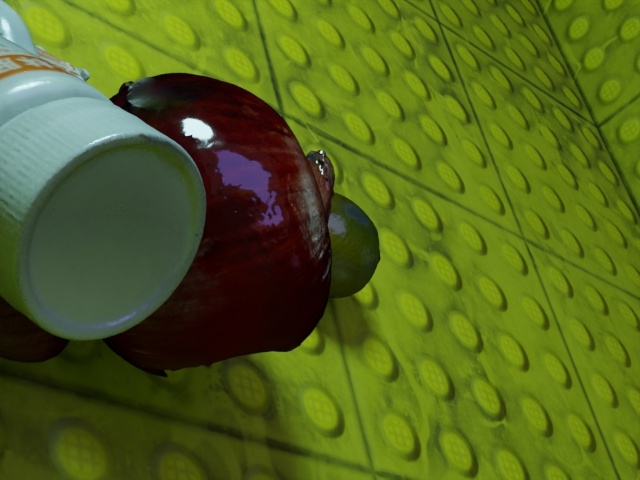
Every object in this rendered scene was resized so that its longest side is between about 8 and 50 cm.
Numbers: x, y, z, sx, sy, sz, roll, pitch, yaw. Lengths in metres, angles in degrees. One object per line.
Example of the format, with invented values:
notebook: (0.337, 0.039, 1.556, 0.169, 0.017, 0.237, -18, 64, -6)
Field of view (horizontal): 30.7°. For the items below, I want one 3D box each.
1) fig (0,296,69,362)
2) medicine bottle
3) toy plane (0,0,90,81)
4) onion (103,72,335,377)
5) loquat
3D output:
fig: (-0.315, 0.059, 1.151, 0.153, 0.119, 0.119, 13, 46, -49)
medicine bottle: (-0.293, -0.071, 1.077, 0.371, 0.211, 0.211, 29, 13, 39)
toy plane: (-0.367, -0.206, 1.359, 0.244, 0.117, 0.245, 32, 21, -14)
onion: (-0.143, -0.027, 1.277, 0.341, 0.341, 0.341, 34, 33, -26)
loquat: (0.000, 0.000, 1.634, 0.195, 0.152, 0.152, 22, 39, -28)
